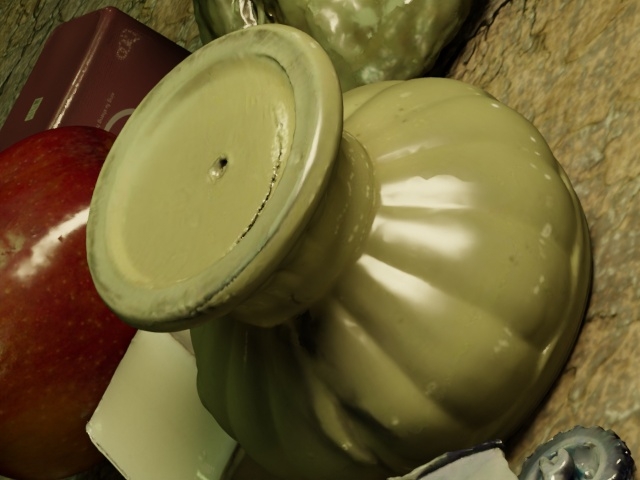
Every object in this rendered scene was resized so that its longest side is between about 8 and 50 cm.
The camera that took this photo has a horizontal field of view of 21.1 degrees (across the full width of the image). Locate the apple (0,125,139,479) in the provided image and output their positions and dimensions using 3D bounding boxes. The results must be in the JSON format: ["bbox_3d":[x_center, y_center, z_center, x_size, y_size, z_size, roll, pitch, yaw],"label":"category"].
[{"bbox_3d":[-0.243,0.062,1.510,0.317,0.288,0.288,-42,28,4],"label":"apple"}]

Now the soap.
[{"bbox_3d":[-0.102,0.149,1.350,0.183,0.064,0.121,37,102,47],"label":"soap"}]

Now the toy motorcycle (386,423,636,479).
[{"bbox_3d":[0.077,0.218,0.980,0.239,0.108,0.204,-42,30,28],"label":"toy motorcycle"}]

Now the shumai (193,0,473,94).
[{"bbox_3d":[-0.048,-0.293,1.519,0.324,0.323,0.397,-56,26,-1],"label":"shumai"}]

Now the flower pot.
[{"bbox_3d":[0.000,0.000,1.144,0.307,0.244,0.307,-25,49,32],"label":"flower pot"}]

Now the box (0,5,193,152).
[{"bbox_3d":[-0.236,-0.095,1.795,0.193,0.167,0.294,-6,55,60],"label":"box"}]
